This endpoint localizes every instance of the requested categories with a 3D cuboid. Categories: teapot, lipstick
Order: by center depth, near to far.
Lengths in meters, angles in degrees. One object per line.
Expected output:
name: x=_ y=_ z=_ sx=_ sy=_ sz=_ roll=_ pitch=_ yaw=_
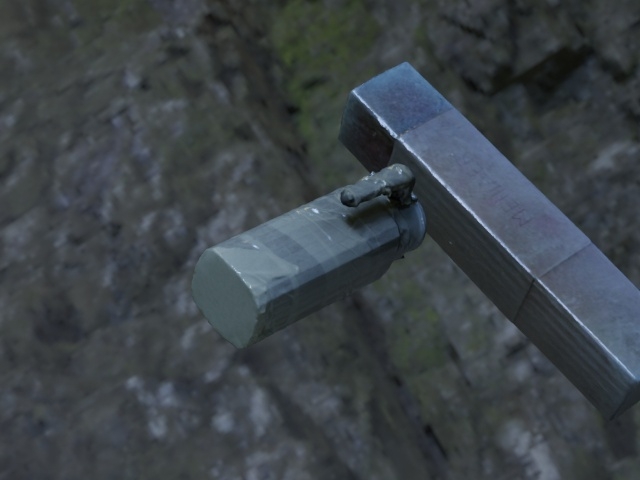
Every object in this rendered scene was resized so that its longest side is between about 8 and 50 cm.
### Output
teapot: x=0.000 y=0.000 z=1.108 sx=0.200 sy=0.107 sz=0.077 roll=-26 pitch=59 yaw=-39
lipstick: x=0.164 y=-0.005 z=1.247 sx=0.371 sy=0.076 sz=0.080 roll=48 pitch=-30 yaw=21
